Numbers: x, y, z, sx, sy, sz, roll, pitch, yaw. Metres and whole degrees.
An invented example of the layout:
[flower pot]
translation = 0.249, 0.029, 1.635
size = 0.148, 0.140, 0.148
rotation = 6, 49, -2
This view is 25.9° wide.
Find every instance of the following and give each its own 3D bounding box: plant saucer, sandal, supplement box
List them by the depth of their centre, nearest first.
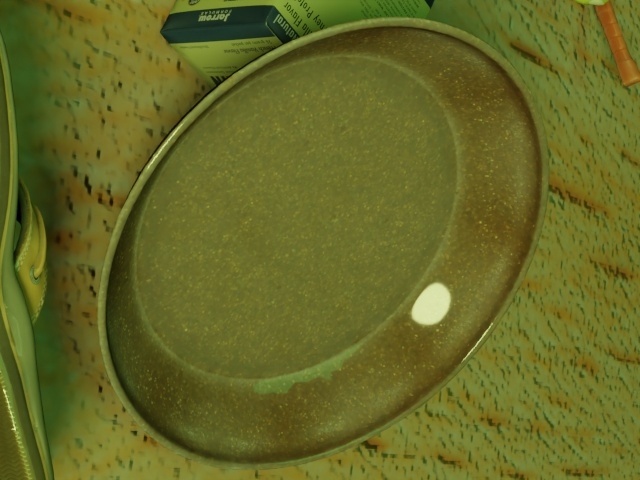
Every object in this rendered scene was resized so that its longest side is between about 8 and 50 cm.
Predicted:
[sandal]
translation = -0.112, 0.010, 0.439
size = 0.049, 0.072, 0.180
rotation = -36, 122, -62
[plant saucer]
translation = 0.000, 0.000, 0.546
size = 0.198, 0.036, 0.198
rotation = -17, 126, -24
[supplement box]
translation = -0.007, -0.093, 0.568
size = 0.083, 0.056, 0.083
rotation = 46, 57, -43

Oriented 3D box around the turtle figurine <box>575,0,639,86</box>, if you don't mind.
[turtle figurine]
translation = 0.140, -0.219, 0.719
size = 0.217, 0.087, 0.269
rotation = -3, 95, -51
